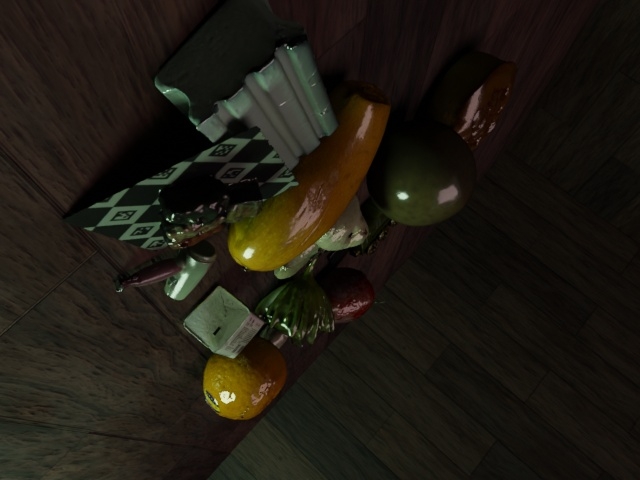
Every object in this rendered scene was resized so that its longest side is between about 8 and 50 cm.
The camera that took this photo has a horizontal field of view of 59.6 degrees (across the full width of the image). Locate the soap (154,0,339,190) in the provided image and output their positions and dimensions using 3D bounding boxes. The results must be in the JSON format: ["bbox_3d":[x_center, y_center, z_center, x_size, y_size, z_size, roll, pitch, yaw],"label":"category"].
[{"bbox_3d":[-0.071,-0.162,0.662,0.150,0.094,0.261,-42,167,0],"label":"soap"}]

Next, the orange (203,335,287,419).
[{"bbox_3d":[-0.188,0.336,1.383,0.219,0.193,0.219,-30,154,-16],"label":"orange"}]

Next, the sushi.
[{"bbox_3d":[-0.141,-0.030,0.676,0.232,0.047,0.219,-25,167,5],"label":"sushi"}]

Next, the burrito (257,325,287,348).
[{"bbox_3d":[-0.166,0.301,1.601,0.392,0.076,0.117,-44,-175,-16],"label":"burrito"}]

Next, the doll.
[{"bbox_3d":[0.003,-0.002,1.229,0.278,0.149,0.175,-46,-154,48],"label":"doll"}]

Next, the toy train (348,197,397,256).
[{"bbox_3d":[0.152,-0.057,1.599,0.225,0.090,0.137,-49,152,-21],"label":"toy train"}]

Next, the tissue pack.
[{"bbox_3d":[-0.189,0.164,1.116,0.106,0.099,0.148,-49,166,-10],"label":"tissue pack"}]

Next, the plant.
[{"bbox_3d":[-0.056,0.096,1.437,0.251,0.180,0.333,-7,103,-60],"label":"plant"}]

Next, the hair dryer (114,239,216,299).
[{"bbox_3d":[-0.234,0.049,0.821,0.154,0.054,0.106,-7,141,-56],"label":"hair dryer"}]

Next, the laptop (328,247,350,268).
[{"bbox_3d":[0.092,-0.003,1.721,0.197,0.016,0.135,-49,165,-8],"label":"laptop"}]

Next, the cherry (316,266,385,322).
[{"bbox_3d":[0.059,0.180,1.755,0.250,0.192,0.175,-22,115,-49],"label":"cherry"}]

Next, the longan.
[{"bbox_3d":[0.227,-0.151,1.273,0.258,0.258,0.258,-46,165,-15],"label":"longan"}]

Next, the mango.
[{"bbox_3d":[-0.015,-0.098,0.884,0.359,0.144,0.187,-51,169,-5],"label":"mango"}]

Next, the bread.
[{"bbox_3d":[0.370,-0.335,1.389,0.270,0.148,0.269,-43,155,-25],"label":"bread"}]
